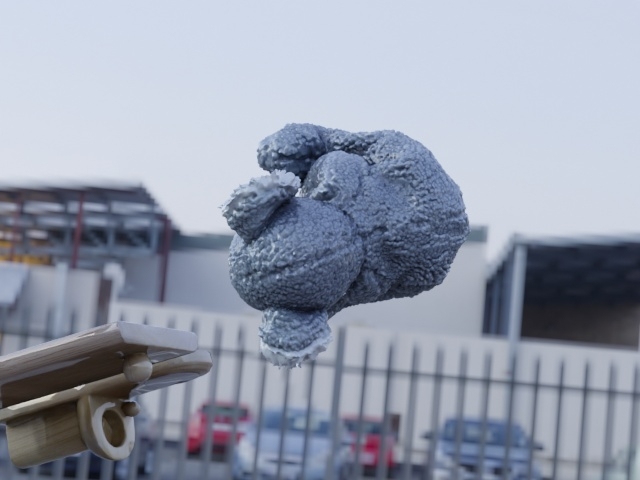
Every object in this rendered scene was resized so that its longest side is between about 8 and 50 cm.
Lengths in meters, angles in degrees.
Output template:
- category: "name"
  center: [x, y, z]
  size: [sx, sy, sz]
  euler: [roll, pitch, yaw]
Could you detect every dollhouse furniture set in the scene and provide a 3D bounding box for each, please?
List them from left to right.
- category: "dollhouse furniture set"
  center: [-0.083, 0.128, 0.655]
  size: [0.123, 0.151, 0.144]
  euler: [-18, -16, 24]

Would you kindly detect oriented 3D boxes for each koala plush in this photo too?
- category: "koala plush"
  center: [0.000, 0.000, 1.369]
  size: [0.203, 0.196, 0.221]
  euler: [-3, 12, 37]
